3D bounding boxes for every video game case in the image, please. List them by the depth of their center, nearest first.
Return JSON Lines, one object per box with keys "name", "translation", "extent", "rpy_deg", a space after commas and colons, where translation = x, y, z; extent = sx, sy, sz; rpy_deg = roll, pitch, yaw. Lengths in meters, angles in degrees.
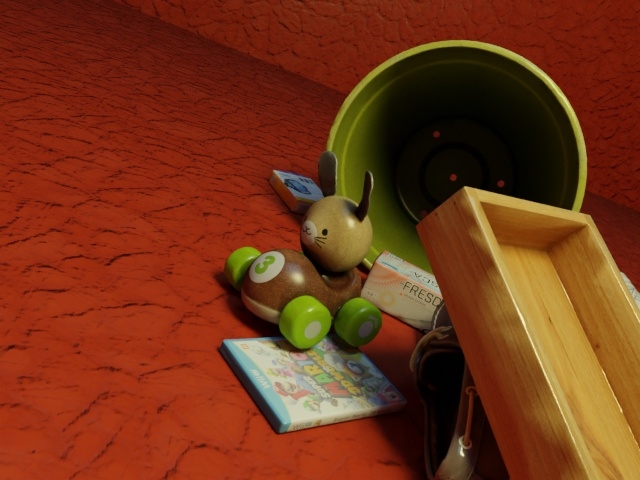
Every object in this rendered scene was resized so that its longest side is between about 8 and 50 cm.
{"name": "video game case", "translation": [-0.005, 0.137, 0.651], "extent": [0.166, 0.015, 0.119], "rpy_deg": [4, 29, -42]}

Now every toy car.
{"name": "toy car", "translation": [0.000, 0.000, 0.716], "extent": [0.149, 0.188, 0.155], "rpy_deg": [6, 20, -39]}

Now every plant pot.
{"name": "plant pot", "translation": [0.222, -0.111, 1.079], "extent": [0.366, 0.366, 0.353], "rpy_deg": [28, 10, 9]}

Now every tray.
{"name": "tray", "translation": [0.234, 0.155, 0.543], "extent": [0.203, 0.076, 0.411], "rpy_deg": [7, 55, -37]}

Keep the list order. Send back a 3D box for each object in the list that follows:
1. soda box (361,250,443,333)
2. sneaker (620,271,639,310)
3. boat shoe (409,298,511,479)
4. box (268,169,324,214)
{"name": "soda box", "translation": [0.147, 0.085, 0.868], "extent": [0.183, 0.063, 0.058], "rpy_deg": [27, 21, 10]}
{"name": "sneaker", "translation": [0.502, 0.114, 1.125], "extent": [0.297, 0.111, 0.129], "rpy_deg": [4, 34, -39]}
{"name": "boat shoe", "translation": [0.149, 0.143, 0.671], "extent": [0.097, 0.116, 0.324], "rpy_deg": [24, 27, -8]}
{"name": "box", "translation": [-0.035, -0.084, 1.127], "extent": [0.081, 0.028, 0.136], "rpy_deg": [11, 23, -31]}
